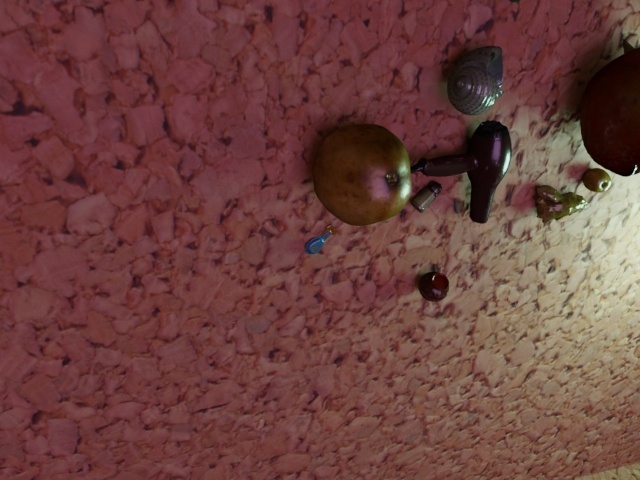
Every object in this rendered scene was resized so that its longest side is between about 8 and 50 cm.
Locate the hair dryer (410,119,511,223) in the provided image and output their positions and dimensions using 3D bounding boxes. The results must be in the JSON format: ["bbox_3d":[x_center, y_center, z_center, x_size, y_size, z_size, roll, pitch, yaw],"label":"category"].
[{"bbox_3d":[0.377,-0.174,1.559,0.341,0.123,0.312,-10,125,-20],"label":"hair dryer"}]

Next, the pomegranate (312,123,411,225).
[{"bbox_3d":[0.102,-0.166,1.379,0.261,0.260,0.260,-11,122,-18],"label":"pomegranate"}]

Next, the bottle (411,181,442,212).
[{"bbox_3d":[0.315,-0.131,1.611,0.101,0.047,0.063,-46,165,2],"label":"bottle"}]

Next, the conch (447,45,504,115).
[{"bbox_3d":[0.402,-0.412,1.430,0.200,0.131,0.172,-14,106,-63],"label":"conch"}]

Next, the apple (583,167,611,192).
[{"bbox_3d":[0.915,-0.198,1.812,0.084,0.071,0.083,-10,120,-17],"label":"apple"}]

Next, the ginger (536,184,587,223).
[{"bbox_3d":[0.784,-0.112,1.801,0.206,0.081,0.115,9,83,-19],"label":"ginger"}]

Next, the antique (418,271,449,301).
[{"bbox_3d":[0.363,0.150,1.762,0.104,0.104,0.104,-11,122,-18],"label":"antique"}]

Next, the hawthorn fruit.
[{"bbox_3d":[0.925,-0.382,1.545,0.403,0.403,0.402,-11,122,-18],"label":"hawthorn fruit"}]

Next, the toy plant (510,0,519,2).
[{"bbox_3d":[0.446,-0.692,1.315,0.240,0.088,0.154,38,87,-24],"label":"toy plant"}]

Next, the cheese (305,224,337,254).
[{"bbox_3d":[0.000,0.000,1.566,0.111,0.017,0.047,-42,129,4],"label":"cheese"}]
